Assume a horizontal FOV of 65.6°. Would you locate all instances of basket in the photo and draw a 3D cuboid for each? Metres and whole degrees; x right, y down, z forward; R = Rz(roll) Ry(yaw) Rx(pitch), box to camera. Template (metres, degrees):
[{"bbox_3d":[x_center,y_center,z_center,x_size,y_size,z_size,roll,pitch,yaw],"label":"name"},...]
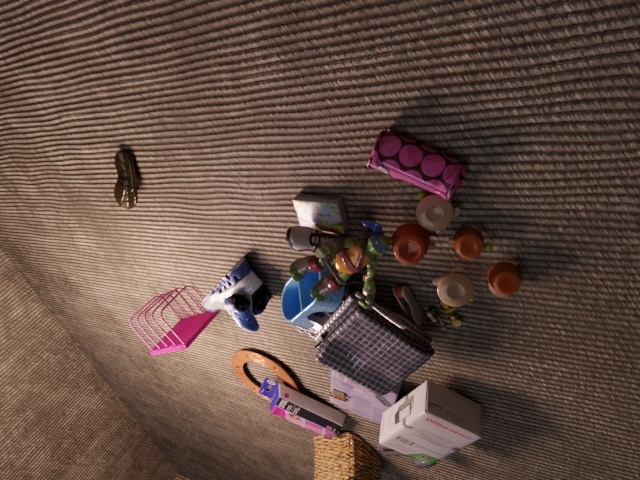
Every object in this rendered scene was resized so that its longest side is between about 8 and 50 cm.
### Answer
[{"bbox_3d":[0.127,0.971,2.186,0.214,0.222,0.299,17,147,-29],"label":"basket"}]

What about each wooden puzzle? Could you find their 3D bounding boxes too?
[{"bbox_3d":[0.068,0.570,1.828,0.083,0.006,0.049,12,133,28],"label":"wooden puzzle"}]

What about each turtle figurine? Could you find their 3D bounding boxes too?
[{"bbox_3d":[0.044,0.094,1.220,0.198,0.274,0.266,15,153,-38],"label":"turtle figurine"}]

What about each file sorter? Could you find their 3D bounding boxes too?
[{"bbox_3d":[-0.604,0.315,2.011,0.291,0.202,0.182,-19,113,44],"label":"file sorter"}]

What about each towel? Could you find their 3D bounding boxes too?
[{"bbox_3d":[0.146,0.304,1.422,0.284,0.121,0.235,31,121,-12],"label":"towel"}]

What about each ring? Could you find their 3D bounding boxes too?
[{"bbox_3d":[-0.234,0.584,2.129,0.337,0.032,0.336,20,136,20],"label":"ring"}]

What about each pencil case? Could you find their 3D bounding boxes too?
[{"bbox_3d":[0.211,-0.162,1.097,0.209,0.098,0.095,24,137,14],"label":"pencil case"}]

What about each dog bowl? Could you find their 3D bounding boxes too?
[{"bbox_3d":[-0.032,0.157,1.495,0.074,0.165,0.297,8,148,-27],"label":"dog bowl"}]

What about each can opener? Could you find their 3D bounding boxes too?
[{"bbox_3d":[0.328,0.810,1.898,0.284,0.095,0.076,-23,111,44],"label":"can opener"}]

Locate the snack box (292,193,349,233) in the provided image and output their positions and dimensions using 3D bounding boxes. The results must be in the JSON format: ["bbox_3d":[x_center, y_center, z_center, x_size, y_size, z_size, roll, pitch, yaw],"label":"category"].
[{"bbox_3d":[0.001,-0.075,1.364,0.141,0.037,0.100,8,131,29],"label":"snack box"}]

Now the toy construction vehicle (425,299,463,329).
[{"bbox_3d":[0.346,0.204,1.390,0.086,0.035,0.098,-33,108,36],"label":"toy construction vehicle"}]

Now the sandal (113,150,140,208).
[{"bbox_3d":[-0.651,-0.206,1.684,0.090,0.060,0.219,16,120,15],"label":"sandal"}]

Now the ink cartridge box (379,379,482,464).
[{"bbox_3d":[0.357,0.601,1.624,0.211,0.121,0.289,27,134,-9],"label":"ink cartridge box"}]

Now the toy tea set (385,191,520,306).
[{"bbox_3d":[0.325,0.035,1.217,0.336,0.124,0.200,43,109,-1],"label":"toy tea set"}]

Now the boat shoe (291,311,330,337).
[{"bbox_3d":[0.016,0.289,1.634,0.301,0.108,0.102,17,135,25],"label":"boat shoe"}]

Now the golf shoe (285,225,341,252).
[{"bbox_3d":[0.000,0.000,1.352,0.198,0.077,0.094,13,165,-35],"label":"golf shoe"}]

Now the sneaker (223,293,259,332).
[{"bbox_3d":[-0.250,0.239,1.646,0.152,0.058,0.085,48,138,-4],"label":"sneaker"}]

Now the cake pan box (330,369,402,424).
[{"bbox_3d":[0.154,0.550,1.805,0.267,0.070,0.245,17,133,21],"label":"cake pan box"}]

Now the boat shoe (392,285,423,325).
[{"bbox_3d":[0.251,0.186,1.422,0.043,0.049,0.137,-10,118,44],"label":"boat shoe"}]

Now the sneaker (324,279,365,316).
[{"bbox_3d":[0.133,0.219,1.493,0.269,0.101,0.153,38,136,-3],"label":"sneaker"}]

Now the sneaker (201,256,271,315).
[{"bbox_3d":[-0.285,0.204,1.746,0.182,0.127,0.315,43,137,-3],"label":"sneaker"}]

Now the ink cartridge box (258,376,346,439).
[{"bbox_3d":[-0.089,0.703,2.077,0.371,0.069,0.175,27,138,2],"label":"ink cartridge box"}]
